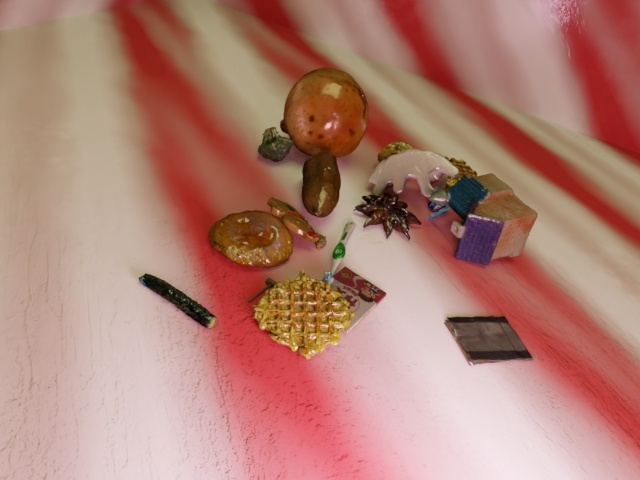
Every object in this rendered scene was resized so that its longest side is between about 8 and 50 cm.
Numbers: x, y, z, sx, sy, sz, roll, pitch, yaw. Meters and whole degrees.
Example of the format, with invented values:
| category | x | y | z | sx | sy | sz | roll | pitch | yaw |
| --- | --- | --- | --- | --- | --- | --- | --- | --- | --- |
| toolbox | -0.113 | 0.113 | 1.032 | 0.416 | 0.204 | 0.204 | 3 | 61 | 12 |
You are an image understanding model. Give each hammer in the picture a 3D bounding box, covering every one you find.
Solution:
| category | x | y | z | sx | sy | sz | roll | pitch | yaw |
| --- | --- | --- | --- | --- | --- | --- | --- | --- | --- |
| hammer | -0.169 | 0.147 | 1.387 | 0.035 | 0.019 | 0.110 | 32 | 45 | 20 |

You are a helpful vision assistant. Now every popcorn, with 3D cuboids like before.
| category | x | y | z | sx | sy | sz | roll | pitch | yaw |
| --- | --- | --- | --- | --- | --- | --- | --- | --- | --- |
| popcorn | 0.339 | -0.352 | 2.112 | 0.180 | 0.180 | 0.170 | 36 | 13 | 24 |

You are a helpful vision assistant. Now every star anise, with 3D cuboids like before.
| category | x | y | z | sx | sy | sz | roll | pitch | yaw |
| --- | --- | --- | --- | --- | --- | --- | --- | --- | --- |
| star anise | 0.259 | -0.112 | 1.802 | 0.271 | 0.103 | 0.272 | 9 | 41 | -8 |

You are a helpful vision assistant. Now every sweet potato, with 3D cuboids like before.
| category | x | y | z | sx | sy | sz | roll | pitch | yaw |
| --- | --- | --- | --- | --- | --- | --- | --- | --- | --- |
| sweet potato | 0.001 | -0.193 | 1.776 | 0.157 | 0.158 | 0.370 | 8 | 48 | -10 |

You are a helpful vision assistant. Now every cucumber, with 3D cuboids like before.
| category | x | y | z | sx | sy | sz | roll | pitch | yaw |
| --- | --- | --- | --- | --- | --- | --- | --- | --- | --- |
| cucumber | -0.380 | 0.152 | 1.277 | 0.256 | 0.043 | 0.044 | 29 | 34 | 17 |

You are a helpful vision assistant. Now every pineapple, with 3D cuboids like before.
| category | x | y | z | sx | sy | sz | roll | pitch | yaw |
| --- | --- | --- | --- | --- | --- | --- | --- | --- | --- |
| pineapple | 0.000 | 0.000 | 1.630 | 0.045 | 0.019 | 0.083 | 1 | 37 | -15 |

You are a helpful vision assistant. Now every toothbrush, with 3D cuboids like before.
| category | x | y | z | sx | sy | sz | roll | pitch | yaw |
| --- | --- | --- | --- | --- | --- | --- | --- | --- | --- |
| toothbrush | 0.063 | 0.037 | 1.583 | 0.042 | 0.040 | 0.418 | 3 | 27 | 15 |

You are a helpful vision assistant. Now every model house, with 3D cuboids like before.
| category | x | y | z | sx | sy | sz | roll | pitch | yaw |
| --- | --- | --- | --- | --- | --- | --- | --- | --- | --- |
| model house | 0.567 | -0.080 | 1.778 | 0.280 | 0.245 | 0.312 | -14 | 45 | -23 |

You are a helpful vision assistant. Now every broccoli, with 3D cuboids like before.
| category | x | y | z | sx | sy | sz | roll | pitch | yaw |
| --- | --- | --- | --- | --- | --- | --- | --- | --- | --- |
| broccoli | -0.189 | -0.391 | 1.976 | 0.145 | 0.138 | 0.162 | -16 | 8 | -22 |

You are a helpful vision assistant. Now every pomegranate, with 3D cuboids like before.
| category | x | y | z | sx | sy | sz | roll | pitch | yaw |
| --- | --- | --- | --- | --- | --- | --- | --- | --- | --- |
| pomegranate | -0.001 | -0.525 | 2.038 | 0.409 | 0.410 | 0.410 | 10 | 37 | -8 |

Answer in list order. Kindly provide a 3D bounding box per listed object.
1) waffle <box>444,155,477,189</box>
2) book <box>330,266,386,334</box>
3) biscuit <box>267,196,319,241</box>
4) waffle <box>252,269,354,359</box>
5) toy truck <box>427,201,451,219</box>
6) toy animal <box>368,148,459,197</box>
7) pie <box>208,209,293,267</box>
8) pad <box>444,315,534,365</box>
| category | x | y | z | sx | sy | sz | roll | pitch | yaw |
| --- | --- | --- | --- | --- | --- | --- | --- | --- | --- |
| waffle | 0.571 | -0.323 | 2.220 | 0.283 | 0.065 | 0.309 | -23 | 55 | -37 |
| book | 0.075 | 0.172 | 1.437 | 0.162 | 0.022 | 0.232 | 32 | 39 | 22 |
| biscuit | -0.090 | -0.073 | 1.622 | 0.166 | 0.036 | 0.225 | 22 | 20 | -44 |
| waffle | -0.045 | 0.197 | 1.318 | 0.254 | 0.052 | 0.245 | 32 | 49 | 22 |
| toy truck | 0.466 | -0.136 | 1.947 | 0.136 | 0.063 | 0.074 | -20 | 69 | -34 |
| toy animal | 0.368 | -0.249 | 1.985 | 0.266 | 0.308 | 0.188 | 49 | 6 | 11 |
| pie | -0.216 | -0.007 | 1.521 | 0.273 | 0.069 | 0.273 | 8 | 41 | -7 |
| pad | 0.502 | 0.293 | 1.441 | 0.232 | 0.022 | 0.174 | 2 | 39 | -19 |
